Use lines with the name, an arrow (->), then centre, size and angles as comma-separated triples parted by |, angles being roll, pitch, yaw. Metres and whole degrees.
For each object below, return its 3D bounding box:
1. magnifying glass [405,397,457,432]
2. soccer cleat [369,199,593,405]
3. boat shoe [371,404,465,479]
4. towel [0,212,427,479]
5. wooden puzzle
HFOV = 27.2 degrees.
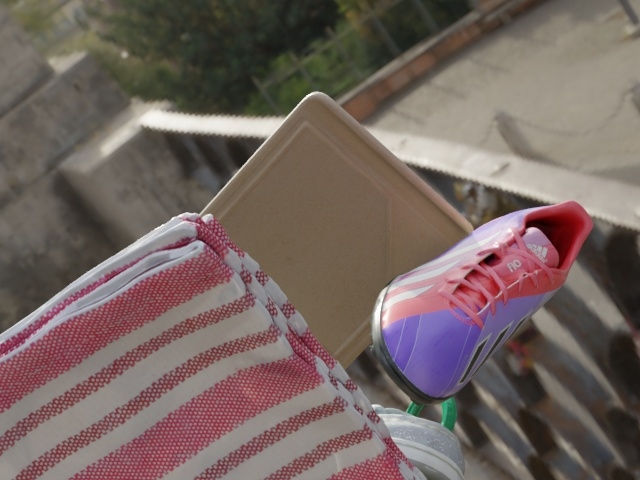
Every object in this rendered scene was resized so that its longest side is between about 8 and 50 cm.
magnifying glass -> 0.117, 0.304, 1.851 | 0.231, 0.026, 0.092 | -55, 32, 18
soccer cleat -> 0.146, 0.041, 1.159 | 0.116, 0.109, 0.318 | -37, -3, 33
boat shoe -> 0.002, 0.160, 0.925 | 0.320, 0.118, 0.103 | -40, 29, 61
towel -> -0.040, 0.100, 0.455 | 0.144, 0.197, 0.029 | -35, 21, 7
wooden puzzle -> 0.000, 0.000, 1.345 | 0.239, 0.221, 0.044 | -46, 11, 15
